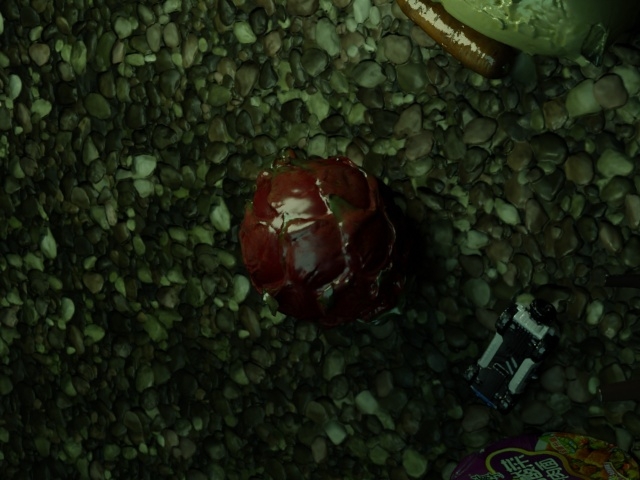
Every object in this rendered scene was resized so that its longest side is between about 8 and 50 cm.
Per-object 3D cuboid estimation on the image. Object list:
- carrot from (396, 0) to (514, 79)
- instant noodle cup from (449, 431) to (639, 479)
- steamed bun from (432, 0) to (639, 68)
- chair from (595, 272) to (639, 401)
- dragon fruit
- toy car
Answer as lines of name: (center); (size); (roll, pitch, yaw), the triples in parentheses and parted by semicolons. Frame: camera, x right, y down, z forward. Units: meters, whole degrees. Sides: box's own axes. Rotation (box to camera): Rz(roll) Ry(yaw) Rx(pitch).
carrot: (0.161, -0.294, 1.700); (0.248, 0.059, 0.059); (43, 122, 23)
instant noodle cup: (0.302, 0.394, 1.670); (0.251, 0.251, 0.190); (4, 113, 34)
steamed bun: (0.259, -0.332, 1.514); (0.273, 0.232, 0.166); (33, 124, 22)
chair: (0.519, 0.127, 1.522); (0.327, 0.183, 0.175); (-2, 103, -11)
dragon fruit: (0.000, 0.000, 1.766); (0.299, 0.244, 0.244); (47, 125, 40)
toy car: (0.265, 0.152, 1.726); (0.080, 0.070, 0.170); (39, 122, 21)
